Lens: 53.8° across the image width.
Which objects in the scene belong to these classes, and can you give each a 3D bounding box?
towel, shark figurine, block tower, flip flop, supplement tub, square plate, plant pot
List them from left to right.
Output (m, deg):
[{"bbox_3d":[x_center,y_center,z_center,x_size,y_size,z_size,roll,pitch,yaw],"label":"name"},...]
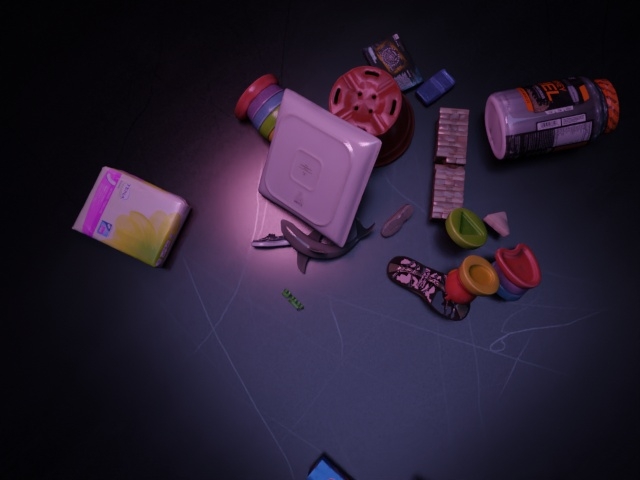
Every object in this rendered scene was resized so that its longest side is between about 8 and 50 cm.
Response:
[{"bbox_3d":[-0.026,-0.201,1.783,0.347,0.049,0.344,34,122,25],"label":"square plate"},{"bbox_3d":[0.024,0.016,1.883,0.278,0.116,0.166,-2,93,-8],"label":"shark figurine"},{"bbox_3d":[0.138,-0.370,1.842,0.272,0.265,0.272,0,87,9],"label":"plant pot"},{"bbox_3d":[0.323,0.140,1.883,0.277,0.080,0.112,30,83,22],"label":"flip flop"},{"bbox_3d":[0.360,-0.480,1.977,0.119,0.029,0.067,-37,82,-3],"label":"towel"},{"bbox_3d":[0.390,-0.225,1.913,0.091,0.097,0.335,5,85,4],"label":"block tower"},{"bbox_3d":[0.675,-0.363,1.857,0.338,0.207,0.207,-11,82,1],"label":"supplement tub"}]

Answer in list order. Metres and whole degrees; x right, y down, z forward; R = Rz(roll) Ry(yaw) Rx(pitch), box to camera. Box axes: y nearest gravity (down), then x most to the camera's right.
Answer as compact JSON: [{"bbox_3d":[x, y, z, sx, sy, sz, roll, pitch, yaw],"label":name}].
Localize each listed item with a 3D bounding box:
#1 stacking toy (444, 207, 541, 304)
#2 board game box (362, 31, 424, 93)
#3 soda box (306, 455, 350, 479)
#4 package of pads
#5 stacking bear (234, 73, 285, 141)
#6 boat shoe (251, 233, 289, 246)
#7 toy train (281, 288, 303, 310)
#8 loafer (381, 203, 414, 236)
[{"bbox_3d":[0.465,0.056,1.832,0.309,0.130,0.279,0,58,-32],"label":"stacking toy"},{"bbox_3d":[0.229,-0.552,1.995,0.126,0.026,0.186,-26,82,0],"label":"board game box"},{"bbox_3d":[0.062,0.725,1.822,0.210,0.067,0.071,41,86,7],"label":"soda box"},{"bbox_3d":[-0.574,-0.076,1.941,0.296,0.101,0.229,25,86,5],"label":"package of pads"},{"bbox_3d":[-0.105,-0.351,1.928,0.175,0.164,0.289,-44,87,-3],"label":"stacking bear"},{"bbox_3d":[-0.143,-0.002,1.936,0.142,0.049,0.040,-4,85,-5],"label":"boat shoe"},{"bbox_3d":[-0.085,0.182,1.924,0.024,0.017,0.083,-45,83,7],"label":"toy train"},{"bbox_3d":[0.232,-0.062,1.932,0.125,0.039,0.045,-44,116,0],"label":"loafer"}]
